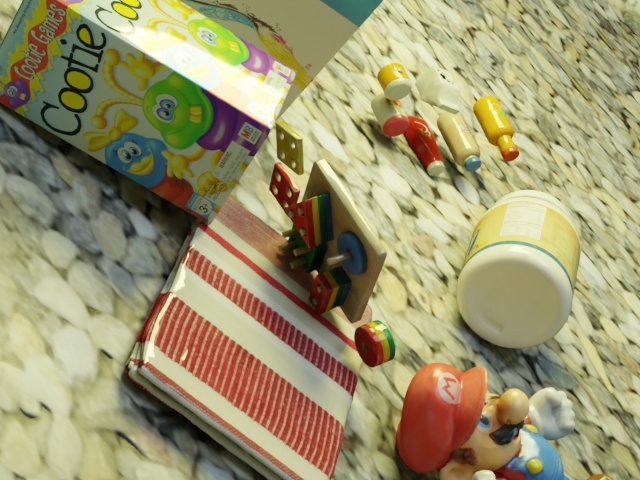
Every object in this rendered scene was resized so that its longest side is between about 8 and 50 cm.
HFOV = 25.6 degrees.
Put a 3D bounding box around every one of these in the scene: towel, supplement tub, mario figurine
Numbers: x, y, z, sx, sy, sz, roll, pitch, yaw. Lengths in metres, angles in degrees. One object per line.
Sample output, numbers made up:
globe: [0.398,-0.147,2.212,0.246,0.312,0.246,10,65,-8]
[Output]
towel: [-0.062,0.103,1.443,0.237,0.037,0.329,38,31,-13]
supplement tub: [0.258,0.032,1.812,0.144,0.144,0.200,41,30,-8]
mario figurine: [0.222,0.229,1.494,0.320,0.170,0.198,38,-5,-26]

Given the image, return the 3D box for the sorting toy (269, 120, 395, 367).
sorting toy: [0.000,0.000,1.491,0.046,0.132,0.274,-20,62,-25]

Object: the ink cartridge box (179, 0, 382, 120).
ink cartridge box: [-0.068,-0.301,1.692,0.197,0.270,0.198,33,32,-17]

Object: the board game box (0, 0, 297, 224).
board game box: [-0.186,-0.168,1.474,0.275,0.142,0.144,30,32,-8]

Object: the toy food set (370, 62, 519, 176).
toy food set: [0.167,-0.159,1.964,0.232,0.111,0.104,16,40,-44]
